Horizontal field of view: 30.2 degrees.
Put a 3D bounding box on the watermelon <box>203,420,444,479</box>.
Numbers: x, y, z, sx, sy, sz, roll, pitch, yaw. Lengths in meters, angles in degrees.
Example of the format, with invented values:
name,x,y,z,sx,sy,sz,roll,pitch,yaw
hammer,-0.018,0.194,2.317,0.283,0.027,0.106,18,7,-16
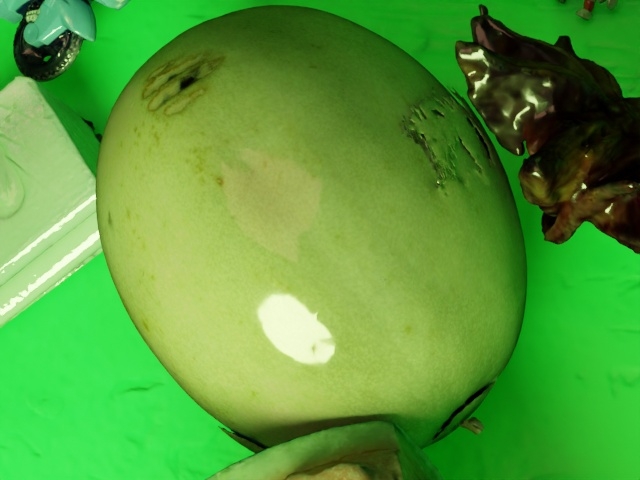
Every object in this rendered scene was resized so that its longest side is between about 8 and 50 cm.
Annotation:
name,x,y,z,sx,sy,sz,roll,pitch,yaw
watermelon,0.053,0.256,0.721,0.319,0.292,0.222,11,61,26

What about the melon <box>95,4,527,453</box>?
name,x,y,z,sx,sy,sz,roll,pitch,yaw
melon,0.000,0.000,0.803,0.268,0.268,0.330,-36,76,6

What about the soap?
name,x,y,z,sx,sy,sz,roll,pitch,yaw
soap,-0.297,-0.009,1.013,0.261,0.094,0.150,-37,64,5

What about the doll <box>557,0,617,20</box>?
name,x,y,z,sx,sy,sz,roll,pitch,yaw
doll,0.227,-0.226,0.921,0.114,0.039,0.057,-50,30,11

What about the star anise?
name,x,y,z,sx,sy,sz,roll,pitch,yaw
star anise,0.184,-0.051,0.800,0.272,0.272,0.102,51,122,25

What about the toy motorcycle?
name,x,y,z,sx,sy,sz,roll,pitch,yaw
toy motorcycle,-0.242,-0.285,1.069,0.182,0.123,0.272,-36,65,18
